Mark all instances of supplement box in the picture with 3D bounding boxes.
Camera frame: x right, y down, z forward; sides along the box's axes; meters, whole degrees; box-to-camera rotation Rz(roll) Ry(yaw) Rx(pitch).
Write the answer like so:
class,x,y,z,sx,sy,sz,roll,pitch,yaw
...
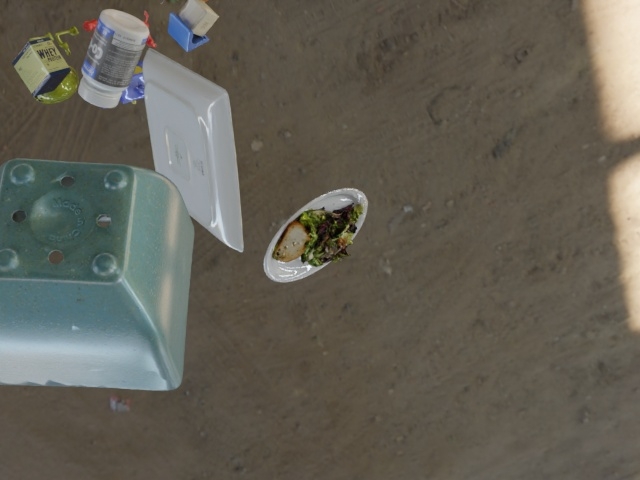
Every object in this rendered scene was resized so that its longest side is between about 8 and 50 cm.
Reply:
class,x,y,z,sx,sy,sz,roll,pitch,yaw
supplement box,-0.573,-0.357,1.698,0.083,0.083,0.056,-32,-178,39

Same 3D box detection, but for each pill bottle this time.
class,x,y,z,sx,sy,sz,roll,pitch,yaw
pill bottle,-0.326,-0.281,1.288,0.078,0.078,0.137,13,121,-29

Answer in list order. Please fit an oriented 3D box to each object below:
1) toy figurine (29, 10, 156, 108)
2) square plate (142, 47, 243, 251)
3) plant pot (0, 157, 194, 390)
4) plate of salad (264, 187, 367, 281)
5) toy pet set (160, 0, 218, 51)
class,x,y,z,sx,sy,sz,roll,pitch,yaw
toy figurine,-0.505,-0.420,2.041,0.362,0.217,0.191,-24,134,-38
square plate,-0.272,-0.184,1.687,0.049,0.344,0.348,-21,125,-28
plant pot,-0.289,0.025,1.000,0.247,0.247,0.252,3,155,-5
plate of salad,0.000,0.000,1.296,0.199,0.048,0.200,-30,150,-20
toy pet set,-0.201,-0.328,1.171,0.065,0.114,0.122,-46,169,16
